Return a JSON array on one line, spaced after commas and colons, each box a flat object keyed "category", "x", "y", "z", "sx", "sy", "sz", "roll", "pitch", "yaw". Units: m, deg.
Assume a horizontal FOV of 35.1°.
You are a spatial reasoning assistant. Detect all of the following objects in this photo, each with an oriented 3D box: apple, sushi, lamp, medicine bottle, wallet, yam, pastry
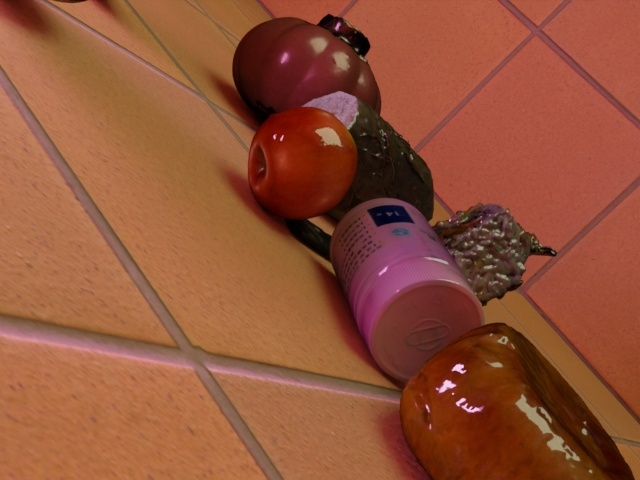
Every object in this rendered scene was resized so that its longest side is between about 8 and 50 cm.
[{"category": "apple", "x": -0.030, "y": -0.106, "z": 1.394, "sx": 0.139, "sy": 0.163, "sz": 0.163, "roll": -11, "pitch": 47, "yaw": -31}, {"category": "sushi", "x": 0.255, "y": 0.024, "z": 1.727, "sx": 0.139, "sy": 0.274, "sz": 0.184, "roll": 65, "pitch": -14, "yaw": -15}, {"category": "lamp", "x": -0.015, "y": -0.307, "z": 1.913, "sx": 0.305, "sy": 0.240, "sz": 0.305, "roll": 35, "pitch": -6, "yaw": 4}, {"category": "medicine bottle", "x": 0.106, "y": 0.059, "z": 1.317, "sx": 0.152, "sy": 0.152, "sz": 0.254, "roll": 41, "pitch": 11, "yaw": -25}, {"category": "wallet", "x": 0.000, "y": 0.000, "z": 1.492, "sx": 0.156, "sy": 0.018, "sz": 0.082, "roll": 34, "pitch": 15, "yaw": -44}, {"category": "yam", "x": 0.067, "y": -0.120, "z": 1.755, "sx": 0.271, "sy": 0.201, "sz": 0.202, "roll": 45, "pitch": 9, "yaw": -36}, {"category": "pastry", "x": 0.226, "y": 0.242, "z": 1.097, "sx": 0.356, "sy": 0.164, "sz": 0.356, "roll": 49, "pitch": 11, "yaw": -13}]

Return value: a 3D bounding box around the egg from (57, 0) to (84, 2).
[{"category": "egg", "x": -0.374, "y": -0.397, "z": 1.188, "sx": 0.264, "sy": 0.174, "sz": 0.286, "roll": 25, "pitch": 50, "yaw": -69}]
